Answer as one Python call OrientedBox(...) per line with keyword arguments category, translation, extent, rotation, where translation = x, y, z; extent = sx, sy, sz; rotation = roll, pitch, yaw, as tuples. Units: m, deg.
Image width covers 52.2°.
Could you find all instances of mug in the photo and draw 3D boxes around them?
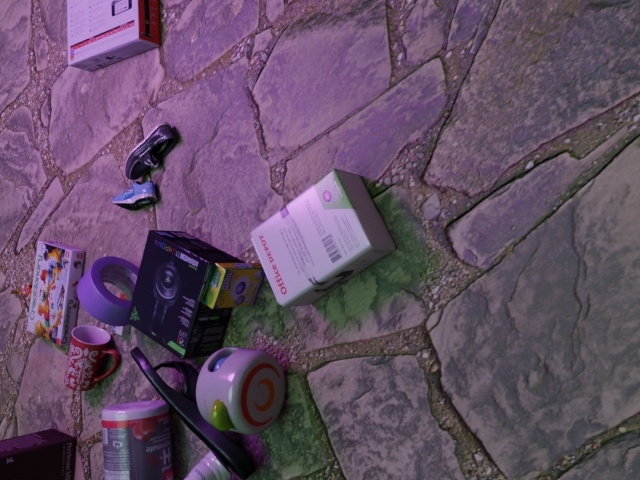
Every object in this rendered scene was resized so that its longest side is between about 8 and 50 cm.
OrientedBox(category="mug", translation=(-0.689, 0.362, 1.942), extent=(0.150, 0.113, 0.169), rotation=(30, 109, 34))

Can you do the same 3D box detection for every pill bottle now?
OrientedBox(category="pill bottle", translation=(-0.485, 0.598, 1.744), extent=(0.177, 0.176, 0.318), rotation=(-9, 83, 35))

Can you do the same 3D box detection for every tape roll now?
OrientedBox(category="tape roll", translation=(-0.568, 0.140, 1.813), extent=(0.080, 0.189, 0.189), rotation=(-45, 64, 25))

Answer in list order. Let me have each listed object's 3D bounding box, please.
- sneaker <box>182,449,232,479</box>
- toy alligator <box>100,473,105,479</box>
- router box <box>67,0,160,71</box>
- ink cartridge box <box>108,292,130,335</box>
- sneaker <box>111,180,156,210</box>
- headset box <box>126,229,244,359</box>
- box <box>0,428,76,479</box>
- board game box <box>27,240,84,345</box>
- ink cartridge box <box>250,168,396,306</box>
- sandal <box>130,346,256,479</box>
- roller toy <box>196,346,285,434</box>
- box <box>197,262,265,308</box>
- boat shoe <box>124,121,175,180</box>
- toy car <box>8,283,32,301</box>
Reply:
OrientedBox(category="sneaker", translation=(-0.309, 0.641, 1.620), extent=(0.111, 0.129, 0.297), rotation=(36, 132, 30))
OrientedBox(category="toy alligator", translation=(-0.586, 0.635, 1.894), extent=(0.051, 0.056, 0.189), rotation=(24, 105, -8))
OrientedBox(category="router box", translation=(-0.622, -0.693, 1.948), extent=(0.336, 0.082, 0.300), rotation=(-5, 85, 35))
OrientedBox(category="ink cartridge box", translation=(-0.586, 0.216, 1.920), extent=(0.063, 0.029, 0.115), rotation=(11, 95, 36))
OrientedBox(category="sneaker", translation=(-0.533, -0.133, 1.889), extent=(0.162, 0.063, 0.073), rotation=(-9, 68, 29))
OrientedBox(category="headset box", translation=(-0.358, 0.144, 1.700), extent=(0.246, 0.131, 0.282), rotation=(25, 103, 34))
OrientedBox(category="box", translation=(-0.929, 0.699, 1.931), extent=(0.143, 0.381, 0.191), rotation=(4, 91, 33))
OrientedBox(category="board game box", translation=(-0.849, 0.165, 2.095), extent=(0.193, 0.053, 0.305), rotation=(11, 95, 35))
OrientedBox(category="ink cartridge box", translation=(0.000, 0.000, 1.460), extent=(0.273, 0.115, 0.198), rotation=(-35, 69, 29))
OrientedBox(category="sandal", translation=(-0.311, 0.417, 1.666), extent=(0.446, 0.167, 0.107), rotation=(39, 66, 18))
OrientedBox(category="roller toy", translation=(-0.189, 0.350, 1.537), extent=(0.146, 0.209, 0.191), rotation=(0, 73, 36))
OrientedBox(category="box", translation=(-0.211, 0.106, 1.567), extent=(0.043, 0.179, 0.105), rotation=(28, 105, 33))
OrientedBox(category="boat shoe", translation=(-0.479, -0.237, 1.835), extent=(0.206, 0.075, 0.065), rotation=(-47, 60, 19))
OrientedBox(category="toy car", translation=(-1.020, 0.187, 2.223), extent=(0.122, 0.041, 0.060), rotation=(-17, 79, 33))
